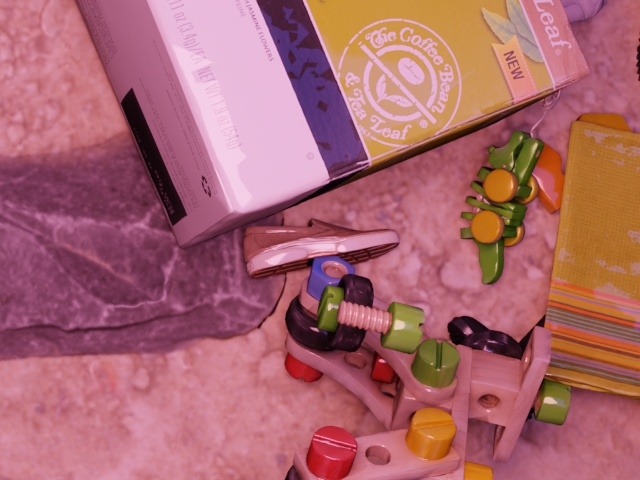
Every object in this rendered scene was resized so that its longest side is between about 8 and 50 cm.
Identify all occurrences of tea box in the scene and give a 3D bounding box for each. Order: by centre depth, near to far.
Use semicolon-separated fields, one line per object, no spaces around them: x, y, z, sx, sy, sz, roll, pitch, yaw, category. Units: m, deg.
-0.014;-0.209;1.513;0.323;0.220;0.329;-23;90;-18;tea box

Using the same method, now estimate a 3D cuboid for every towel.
0.252;0.015;1.624;0.102;0.021;0.237;13;74;-11;towel

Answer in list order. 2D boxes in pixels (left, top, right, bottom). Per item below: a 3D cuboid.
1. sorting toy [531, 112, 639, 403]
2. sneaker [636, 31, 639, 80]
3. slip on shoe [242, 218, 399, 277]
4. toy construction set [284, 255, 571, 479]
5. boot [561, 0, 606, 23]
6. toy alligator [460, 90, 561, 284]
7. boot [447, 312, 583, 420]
0.317;0.010;1.674;0.229;0.041;0.307;-36;87;-18;sorting toy
0.330;-0.200;1.690;0.075;0.057;0.161;1;80;-10;sneaker
0.000;0.000;1.583;0.135;0.051;0.041;-10;74;-10;slip on shoe
0.078;0.179;1.486;0.237;0.257;0.309;13;103;-10;toy construction set
0.237;-0.272;1.670;0.258;0.095;0.123;-31;117;-25;boot
0.159;-0.057;1.617;0.051;0.056;0.190;21;99;29;toy alligator
0.179;0.090;1.620;0.099;0.045;0.121;-39;99;-15;boot
